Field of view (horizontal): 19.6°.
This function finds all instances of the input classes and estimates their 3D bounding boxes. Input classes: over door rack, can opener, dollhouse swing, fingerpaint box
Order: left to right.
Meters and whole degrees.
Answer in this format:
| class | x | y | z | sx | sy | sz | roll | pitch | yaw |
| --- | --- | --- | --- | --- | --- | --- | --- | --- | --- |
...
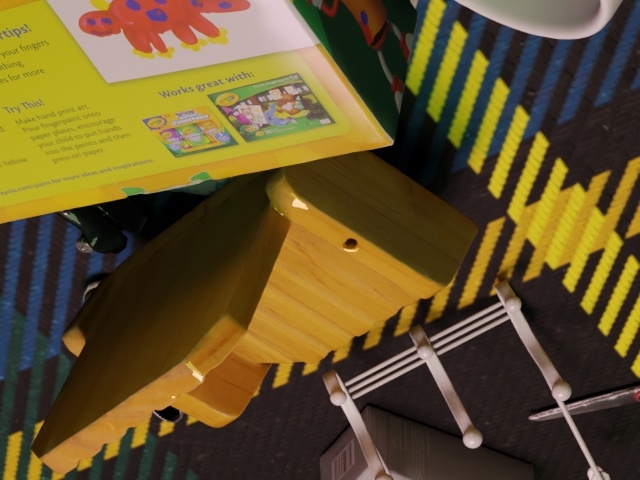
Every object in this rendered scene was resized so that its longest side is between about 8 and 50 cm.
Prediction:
| class | x | y | z | sx | sy | sz | roll | pitch | yaw |
| --- | --- | --- | --- | --- | --- | --- | --- | --- | --- |
| can opener | -0.272 | -0.044 | 1.946 | 0.186 | 0.073 | 0.059 | 32 | 166 | -22 |
| fingerpaint box | -0.202 | -0.211 | 1.538 | 0.445 | 0.163 | 0.371 | -11 | 139 | 29 |
| dollhouse swing | -0.062 | 0.112 | 1.798 | 0.315 | 0.305 | 0.347 | 32 | 132 | -29 |
| over door rack | 0.178 | 0.232 | 2.075 | 0.239 | 0.108 | 0.324 | -27 | 116 | 3 |

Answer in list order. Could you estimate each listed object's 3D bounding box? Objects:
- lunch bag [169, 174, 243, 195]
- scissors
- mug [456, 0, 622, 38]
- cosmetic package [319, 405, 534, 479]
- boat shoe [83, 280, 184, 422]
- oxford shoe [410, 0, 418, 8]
| class | x | y | z | sx | sy | sz | roll | pitch | yaw |
| --- | --- | --- | --- | --- | --- | --- | --- | --- | --- |
| lunch bag | -0.097 | -0.117 | 1.834 | 0.129 | 0.096 | 0.151 | 6 | 144 | -4 |
| scissors | 0.388 | 0.165 | 2.148 | 0.297 | 0.021 | 0.109 | -3 | 136 | 6 |
| mug | 0.159 | -0.392 | 1.386 | 0.374 | 0.276 | 0.328 | 42 | 77 | -35 |
| cosmetic package | 0.131 | 0.303 | 2.230 | 0.238 | 0.107 | 0.127 | 21 | 130 | -21 |
| boat shoe | -0.203 | 0.127 | 2.092 | 0.075 | 0.065 | 0.206 | -18 | 131 | 18 |
| oxford shoe | -0.048 | -0.328 | 1.619 | 0.130 | 0.169 | 0.449 | 25 | 164 | 45 |
